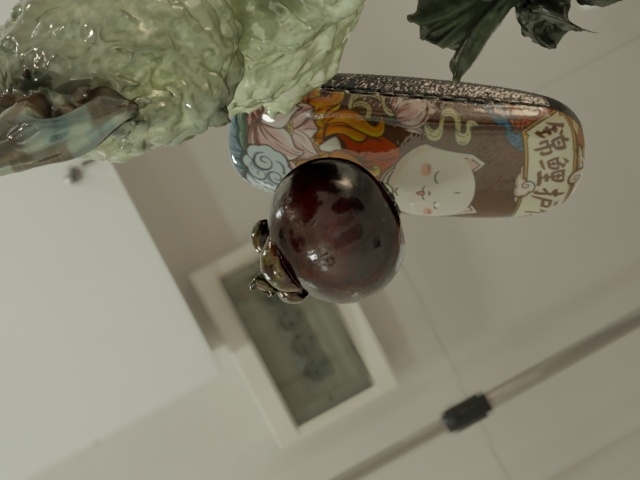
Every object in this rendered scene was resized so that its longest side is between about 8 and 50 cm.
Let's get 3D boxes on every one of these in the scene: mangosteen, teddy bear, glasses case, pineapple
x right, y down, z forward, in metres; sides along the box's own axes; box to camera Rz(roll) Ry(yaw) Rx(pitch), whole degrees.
[{"bbox_3d":[0.000,0.000,0.963,0.140,0.140,0.140,61,173,12],"label":"mangosteen"},{"bbox_3d":[-0.112,-0.222,0.873,0.362,0.327,0.375,1,-81,-57],"label":"teddy bear"},{"bbox_3d":[0.076,-0.085,1.085,0.122,0.321,0.082,92,-176,-45],"label":"glasses case"},{"bbox_3d":[0.169,-0.198,0.754,0.128,0.248,0.128,45,-158,-23],"label":"pineapple"}]
